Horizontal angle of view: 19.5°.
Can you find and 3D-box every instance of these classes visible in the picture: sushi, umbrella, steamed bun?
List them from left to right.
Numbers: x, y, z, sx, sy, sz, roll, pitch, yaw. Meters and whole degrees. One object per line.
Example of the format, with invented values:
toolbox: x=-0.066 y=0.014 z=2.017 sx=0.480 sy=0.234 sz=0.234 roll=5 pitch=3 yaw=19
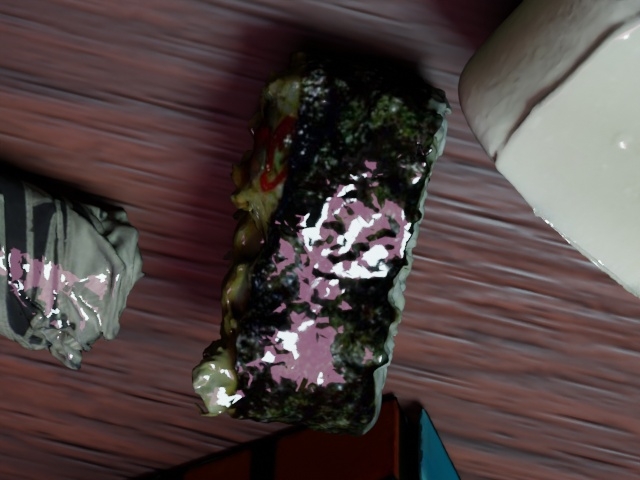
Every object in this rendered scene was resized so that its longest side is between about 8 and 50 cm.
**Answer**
umbrella: x=-0.278 y=-0.025 z=1.072 sx=0.358 sy=0.106 sz=0.113 roll=23 pitch=121 yaw=-12
sushi: x=0.000 y=0.000 z=1.067 sx=0.115 sy=0.147 sz=0.212 roll=13 pitch=102 yaw=3
steamed bun: x=0.196 y=-0.061 z=0.995 sx=0.242 sy=0.164 sz=0.146 roll=34 pitch=117 yaw=-21

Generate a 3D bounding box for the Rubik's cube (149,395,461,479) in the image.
Rubik's cube: x=-0.016 y=0.312 z=1.150 sx=0.294 sy=0.283 sz=0.288 roll=-21 pitch=115 yaw=16
